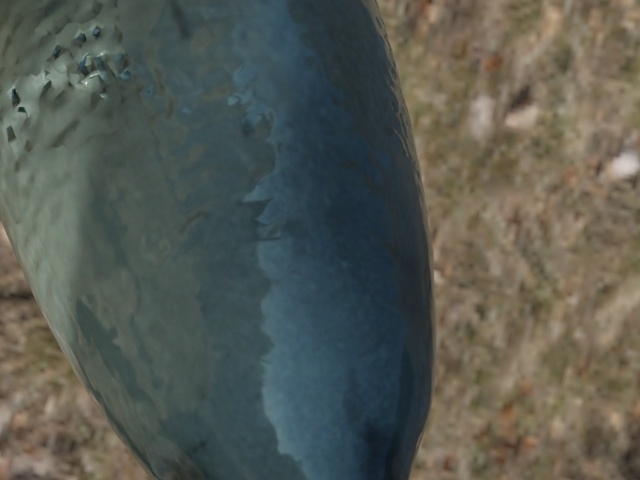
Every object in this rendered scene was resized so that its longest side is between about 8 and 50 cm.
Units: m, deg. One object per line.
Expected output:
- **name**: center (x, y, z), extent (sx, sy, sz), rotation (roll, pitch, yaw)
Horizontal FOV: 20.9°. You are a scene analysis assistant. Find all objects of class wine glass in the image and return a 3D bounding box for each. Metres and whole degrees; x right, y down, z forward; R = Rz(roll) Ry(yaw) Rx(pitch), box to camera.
- **wine glass**: center (0.000, 0.000, 0.254), extent (0.264, 0.096, 0.309), rotation (94, -19, -57)
